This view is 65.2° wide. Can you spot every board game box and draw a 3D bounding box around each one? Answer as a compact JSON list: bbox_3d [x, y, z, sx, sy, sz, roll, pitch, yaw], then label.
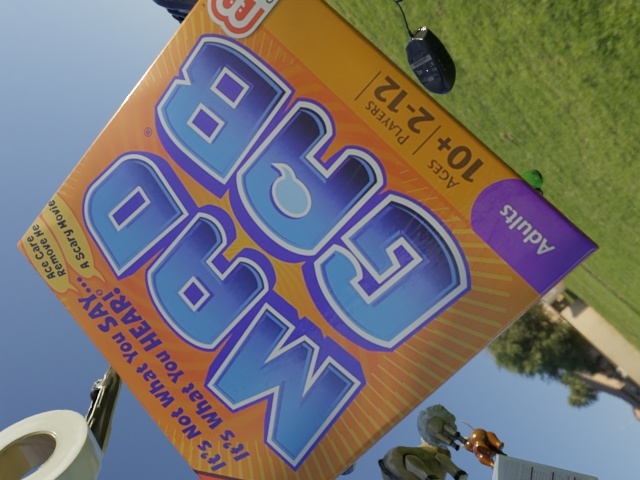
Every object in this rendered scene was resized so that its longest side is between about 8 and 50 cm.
[{"bbox_3d":[0.000,0.000,0.564,0.356,0.356,0.356,46,-166,11],"label":"board game box"}]

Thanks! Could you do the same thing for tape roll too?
[{"bbox_3d":[-0.650,0.520,1.123,0.286,0.287,0.100,-103,2,-66],"label":"tape roll"}]

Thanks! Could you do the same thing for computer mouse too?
[{"bbox_3d":[0.147,-0.341,0.787,0.242,0.041,0.071,58,167,-16],"label":"computer mouse"}]

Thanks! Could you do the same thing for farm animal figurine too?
[{"bbox_3d":[0.247,0.542,1.147,0.327,0.330,0.172,34,176,-37],"label":"farm animal figurine"}]

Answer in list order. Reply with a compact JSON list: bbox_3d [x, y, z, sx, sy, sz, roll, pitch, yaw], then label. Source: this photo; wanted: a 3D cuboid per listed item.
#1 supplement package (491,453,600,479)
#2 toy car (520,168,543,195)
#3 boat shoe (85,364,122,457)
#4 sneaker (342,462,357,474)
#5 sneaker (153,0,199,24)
[{"bbox_3d":[0.425,0.482,0.939,0.179,0.105,0.105,-1,149,37],"label":"supplement package"},{"bbox_3d":[0.362,-0.035,0.960,0.053,0.224,0.239,4,-144,-2],"label":"toy car"},{"bbox_3d":[-0.690,0.514,1.555,0.096,0.112,0.335,20,-143,-26],"label":"boat shoe"},{"bbox_3d":[-0.036,0.467,1.360,0.385,0.145,0.147,45,-131,6],"label":"sneaker"},{"bbox_3d":[-0.198,-0.385,0.879,0.112,0.131,0.319,24,-156,9],"label":"sneaker"}]
